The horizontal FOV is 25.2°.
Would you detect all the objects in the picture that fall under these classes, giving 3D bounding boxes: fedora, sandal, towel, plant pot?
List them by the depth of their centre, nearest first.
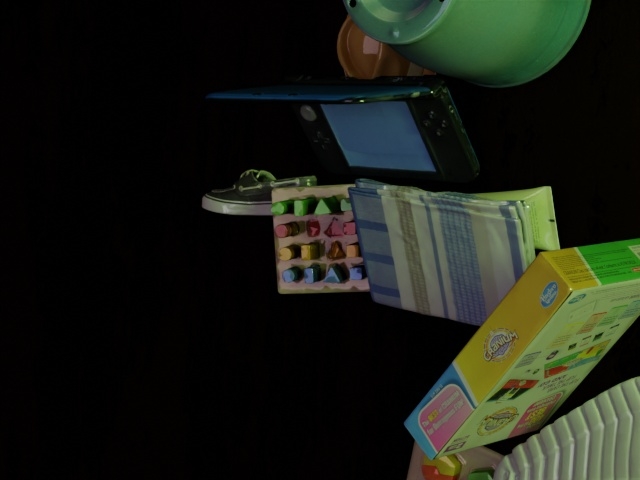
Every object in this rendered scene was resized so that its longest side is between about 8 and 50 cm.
[{"bbox_3d":[0.169,-0.335,1.830,0.272,0.255,0.271,3,95,37],"label":"plant pot"},{"bbox_3d":[0.387,0.276,1.832,0.416,0.102,0.169,-26,61,47],"label":"sandal"},{"bbox_3d":[0.174,0.019,1.979,0.285,0.034,0.209,9,124,36],"label":"towel"},{"bbox_3d":[0.080,-0.271,2.054,0.194,0.079,0.194,7,100,42],"label":"fedora"}]

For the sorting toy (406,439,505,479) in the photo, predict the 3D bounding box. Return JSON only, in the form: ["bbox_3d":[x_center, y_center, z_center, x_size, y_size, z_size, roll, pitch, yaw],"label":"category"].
[{"bbox_3d":[0.197,0.378,2.052,0.208,0.038,0.193,24,111,39],"label":"sorting toy"}]

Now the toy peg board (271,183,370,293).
[{"bbox_3d":[0.000,0.000,2.119,0.161,0.079,0.160,-2,93,17],"label":"toy peg board"}]

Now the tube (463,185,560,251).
[{"bbox_3d":[0.220,-0.030,1.974,0.240,0.070,0.062,1,62,40],"label":"tube"}]

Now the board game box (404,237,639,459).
[{"bbox_3d":[0.277,0.137,1.813,0.064,0.242,0.316,52,125,27],"label":"board game box"}]

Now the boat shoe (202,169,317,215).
[{"bbox_3d":[-0.093,-0.076,2.244,0.219,0.078,0.070,2,97,34],"label":"boat shoe"}]

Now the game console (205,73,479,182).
[{"bbox_3d":[0.031,-0.144,1.983,0.293,0.173,0.250,7,135,42],"label":"game console"}]
